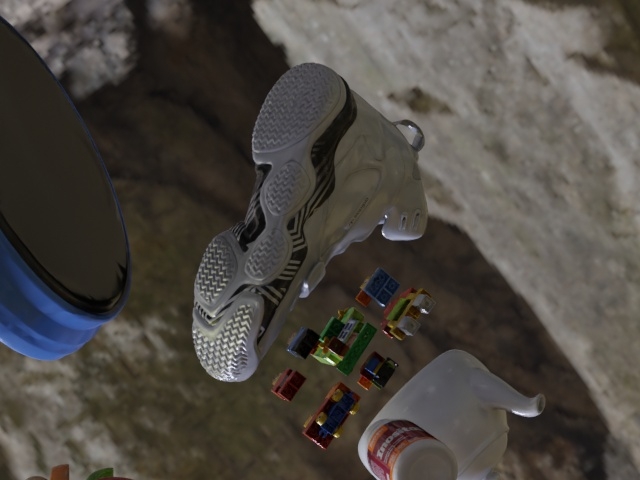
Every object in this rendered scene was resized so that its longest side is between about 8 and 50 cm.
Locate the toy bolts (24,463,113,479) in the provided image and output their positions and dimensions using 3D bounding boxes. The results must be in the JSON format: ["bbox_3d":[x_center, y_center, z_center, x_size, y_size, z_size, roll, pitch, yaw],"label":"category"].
[{"bbox_3d":[-0.425,0.500,2.252,0.158,0.218,0.228,1,-167,-8],"label":"toy bolts"}]

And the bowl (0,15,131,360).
[{"bbox_3d":[-0.316,-0.071,1.391,0.077,0.391,0.391,-25,-168,12],"label":"bowl"}]

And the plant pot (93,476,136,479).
[{"bbox_3d":[-0.268,0.386,1.678,0.191,0.191,0.174,-36,-178,4],"label":"plant pot"}]

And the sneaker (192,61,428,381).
[{"bbox_3d":[0.000,0.000,1.543,0.137,0.210,0.366,17,-92,52],"label":"sneaker"}]

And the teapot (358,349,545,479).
[{"bbox_3d":[0.190,0.304,2.041,0.252,0.187,0.256,-41,164,-13],"label":"teapot"}]

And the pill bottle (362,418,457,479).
[{"bbox_3d":[0.108,0.277,1.733,0.086,0.086,0.152,-38,-163,-10],"label":"pill bottle"}]

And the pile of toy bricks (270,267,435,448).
[{"bbox_3d":[0.022,0.120,1.539,0.212,0.118,0.105,-54,-164,-12],"label":"pile of toy bricks"}]
